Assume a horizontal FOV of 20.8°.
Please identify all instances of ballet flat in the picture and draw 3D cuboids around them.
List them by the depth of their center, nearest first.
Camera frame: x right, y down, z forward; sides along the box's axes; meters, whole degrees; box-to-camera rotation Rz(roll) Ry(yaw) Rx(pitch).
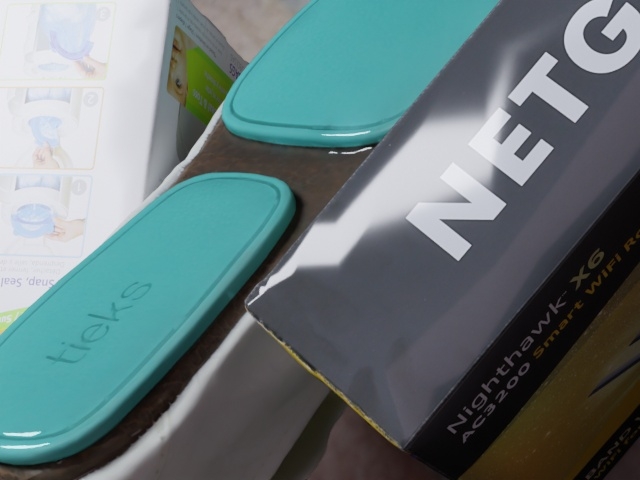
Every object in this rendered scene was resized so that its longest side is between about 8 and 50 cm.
[{"bbox_3d":[0.000,0.000,0.740,0.139,0.139,0.400,25,54,24],"label":"ballet flat"}]

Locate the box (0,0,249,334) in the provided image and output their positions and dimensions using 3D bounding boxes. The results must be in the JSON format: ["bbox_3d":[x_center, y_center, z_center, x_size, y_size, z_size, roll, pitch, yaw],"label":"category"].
[{"bbox_3d":[-0.107,-0.004,0.806,0.103,0.114,0.203,2,75,18],"label":"box"}]

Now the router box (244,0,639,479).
[{"bbox_3d":[0.135,-0.039,0.664,0.081,0.243,0.309,40,90,25],"label":"router box"}]
